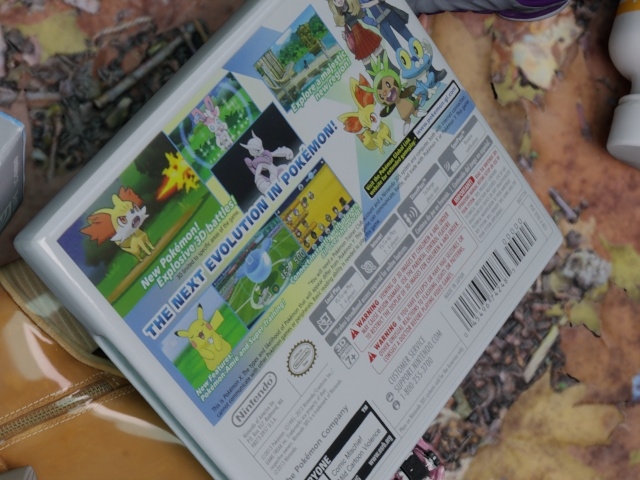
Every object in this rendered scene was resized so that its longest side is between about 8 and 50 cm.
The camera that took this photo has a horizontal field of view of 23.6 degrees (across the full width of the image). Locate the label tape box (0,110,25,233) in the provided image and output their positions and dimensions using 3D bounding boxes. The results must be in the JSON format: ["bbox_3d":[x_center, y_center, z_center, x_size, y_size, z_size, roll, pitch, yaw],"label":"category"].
[{"bbox_3d":[-0.366,0.023,0.880,0.249,0.115,0.348,30,61,2],"label":"label tape box"}]

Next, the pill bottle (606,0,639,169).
[{"bbox_3d":[0.299,-0.181,1.119,0.152,0.152,0.272,19,85,-15],"label":"pill bottle"}]

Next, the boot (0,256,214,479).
[{"bbox_3d":[-0.167,0.152,1.022,0.220,0.109,0.283,-34,110,-5],"label":"boot"}]

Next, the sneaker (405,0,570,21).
[{"bbox_3d":[0.092,-0.200,1.089,0.223,0.098,0.083,-4,91,-15],"label":"sneaker"}]

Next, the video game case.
[{"bbox_3d":[0.000,0.000,1.018,0.329,0.036,0.300,-50,116,-28],"label":"video game case"}]

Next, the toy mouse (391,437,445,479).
[{"bbox_3d":[0.030,0.171,1.109,0.161,0.031,0.143,-17,95,-15],"label":"toy mouse"}]

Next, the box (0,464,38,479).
[{"bbox_3d":[-0.293,0.232,0.924,0.275,0.094,0.113,-17,97,-7],"label":"box"}]
